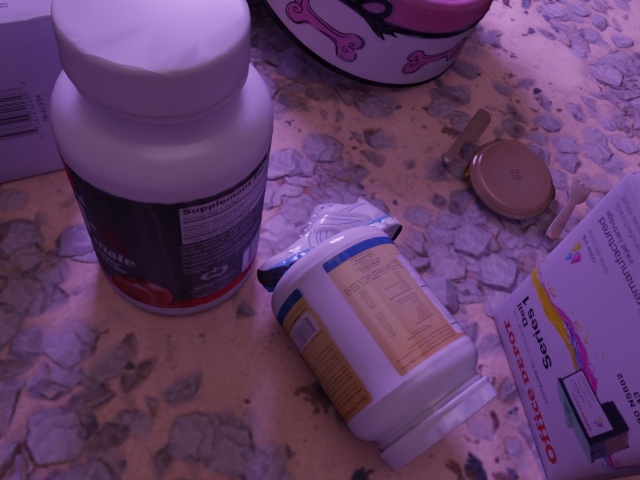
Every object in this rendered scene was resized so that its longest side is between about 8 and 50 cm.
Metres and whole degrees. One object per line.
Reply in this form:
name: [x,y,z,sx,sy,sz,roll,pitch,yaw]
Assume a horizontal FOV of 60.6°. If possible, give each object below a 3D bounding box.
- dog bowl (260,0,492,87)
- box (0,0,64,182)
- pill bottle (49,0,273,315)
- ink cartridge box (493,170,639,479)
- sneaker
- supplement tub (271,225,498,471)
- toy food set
dog bowl: [0.097,-0.441,0.799,0.408,0.150,0.408,7,73,-23]
box: [-0.392,-0.267,0.628,0.168,0.215,0.345,-18,64,-22]
pill bottle: [-0.135,-0.073,0.497,0.176,0.318,0.176,5,57,-8]
ink cartridge box: [0.291,0.097,0.508,0.117,0.278,0.201,-4,59,-10]
sneaker: [0.000,0.000,0.638,0.191,0.071,0.083,-23,59,-33]
supplement tub: [0.059,0.100,0.534,0.144,0.144,0.199,-26,67,-25]
toy food set: [0.265,-0.085,0.763,0.192,0.038,0.132,39,66,7]
